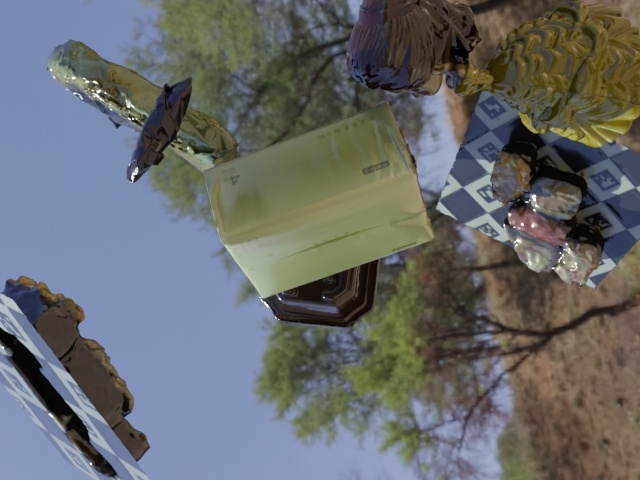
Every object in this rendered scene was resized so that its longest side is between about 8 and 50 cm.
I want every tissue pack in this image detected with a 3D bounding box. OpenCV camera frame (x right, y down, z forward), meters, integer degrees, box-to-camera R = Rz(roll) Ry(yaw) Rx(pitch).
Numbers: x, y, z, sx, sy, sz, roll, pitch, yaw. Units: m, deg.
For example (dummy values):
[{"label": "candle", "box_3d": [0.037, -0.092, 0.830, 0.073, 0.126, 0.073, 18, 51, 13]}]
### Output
[{"label": "tissue pack", "box_3d": [0.003, -0.043, 1.033, 0.159, 0.234, 0.125, 63, -172, -58]}]

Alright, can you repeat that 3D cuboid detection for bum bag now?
[{"label": "bum bag", "box_3d": [-0.163, -0.113, 0.892, 0.034, 0.058, 0.124, 27, -96, -18]}]

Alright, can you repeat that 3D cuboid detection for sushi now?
[{"label": "sushi", "box_3d": [-0.166, 0.086, 0.582, 0.050, 0.192, 0.215, -45, -56, -29]}, {"label": "sushi", "box_3d": [0.313, -0.051, 1.231, 0.059, 0.294, 0.292, -56, -10, -36]}]

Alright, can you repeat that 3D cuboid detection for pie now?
[{"label": "pie", "box_3d": [-0.294, -0.213, 1.411, 0.078, 0.371, 0.296, -59, -40, -7]}]

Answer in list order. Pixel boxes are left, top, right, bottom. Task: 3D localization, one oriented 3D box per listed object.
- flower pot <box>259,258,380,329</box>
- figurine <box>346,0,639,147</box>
[{"label": "flower pot", "box_3d": [0.000, 0.000, 1.294, 0.084, 0.178, 0.251, 55, -138, -77]}, {"label": "figurine", "box_3d": [0.181, -0.198, 0.993, 0.168, 0.315, 0.187, 111, 154, -47]}]
